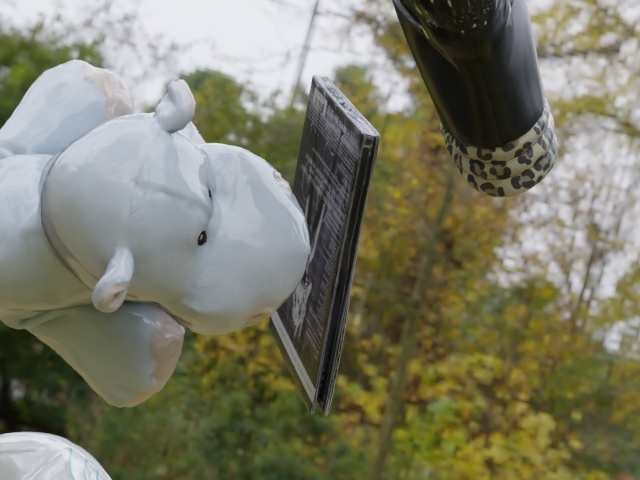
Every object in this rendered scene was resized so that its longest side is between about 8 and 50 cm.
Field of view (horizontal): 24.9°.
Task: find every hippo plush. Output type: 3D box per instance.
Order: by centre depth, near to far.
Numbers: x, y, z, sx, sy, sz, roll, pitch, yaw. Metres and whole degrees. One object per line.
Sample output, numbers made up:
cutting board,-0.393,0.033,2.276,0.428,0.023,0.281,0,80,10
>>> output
hippo plush,-0.132,-0.036,0.953,0.294,0.234,0.237,26,-27,-31

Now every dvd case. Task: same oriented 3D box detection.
dvd case,0.000,0.000,1.111,0.018,0.221,0.164,5,19,-16

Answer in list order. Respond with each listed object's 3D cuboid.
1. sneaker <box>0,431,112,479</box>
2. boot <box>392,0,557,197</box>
sneaker,-0.126,0.145,0.742,0.152,0.053,0.061,24,20,18
boot,0.085,-0.151,0.924,0.085,0.236,0.178,-17,-58,7
